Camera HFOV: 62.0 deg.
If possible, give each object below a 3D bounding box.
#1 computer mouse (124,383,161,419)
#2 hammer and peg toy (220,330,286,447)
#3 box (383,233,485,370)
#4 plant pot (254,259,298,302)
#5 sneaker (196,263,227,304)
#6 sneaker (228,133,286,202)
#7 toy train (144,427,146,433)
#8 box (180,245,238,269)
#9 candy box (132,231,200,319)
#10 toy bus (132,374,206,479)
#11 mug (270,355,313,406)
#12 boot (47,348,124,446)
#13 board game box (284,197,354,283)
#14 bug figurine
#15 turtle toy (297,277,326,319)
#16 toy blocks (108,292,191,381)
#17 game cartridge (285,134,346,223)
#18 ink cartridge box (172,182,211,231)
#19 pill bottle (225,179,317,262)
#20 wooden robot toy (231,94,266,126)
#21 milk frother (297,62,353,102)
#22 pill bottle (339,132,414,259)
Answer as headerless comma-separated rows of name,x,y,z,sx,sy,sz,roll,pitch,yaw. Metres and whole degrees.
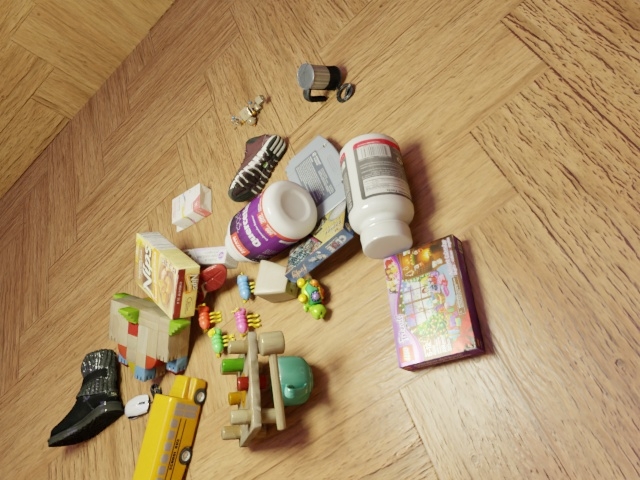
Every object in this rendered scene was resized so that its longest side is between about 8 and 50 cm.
computer mouse,-0.625,0.572,1.848,0.193,0.042,0.106,-29,55,26
hammer and peg toy,-0.185,0.387,1.400,0.361,0.127,0.266,118,149,-56
box,0.269,0.152,1.302,0.201,0.057,0.293,-24,56,30
plant pot,-0.123,0.127,1.611,0.096,0.109,0.109,0,70,28
sneaker,-0.381,0.114,1.801,0.221,0.087,0.128,-37,28,32
sneaker,-0.250,-0.268,1.913,0.281,0.106,0.162,-51,41,-6
toy train,-0.557,0.633,1.781,0.083,0.017,0.024,-21,47,31
box,-0.425,0.067,1.909,0.324,0.067,0.063,-5,67,39
candy box,-0.526,0.110,1.795,0.316,0.087,0.183,29,115,42
toy bus,-0.464,0.586,1.647,0.108,0.130,0.333,-3,68,38
mug,-0.073,0.386,1.423,0.158,0.097,0.129,-111,29,-51
boot,-0.879,0.588,1.983,0.348,0.131,0.260,-33,58,10
board game box,0.000,0.000,1.541,0.243,0.042,0.165,-39,23,29
bug figurine,-0.302,0.241,1.720,0.279,0.072,0.216,-37,51,19
turtle toy,-0.020,0.166,1.521,0.066,0.095,0.130,-13,61,11
toy blocks,-0.590,0.352,1.822,0.381,0.190,0.261,11,100,30
game cartridge,0.003,-0.191,1.689,0.198,0.062,0.297,-36,51,16
ink cartridge box,-0.515,-0.124,2.071,0.198,0.067,0.115,-26,56,28
pill bottle,-0.166,-0.042,1.639,0.323,0.181,0.182,-32,50,46
wooden robot toy,-0.264,-0.479,2.054,0.173,0.076,0.079,-35,87,22
milk frother,0.019,-0.524,1.777,0.143,0.134,0.129,11,108,45
pill bottle,0.155,-0.117,1.443,0.176,0.176,0.319,-25,55,28
